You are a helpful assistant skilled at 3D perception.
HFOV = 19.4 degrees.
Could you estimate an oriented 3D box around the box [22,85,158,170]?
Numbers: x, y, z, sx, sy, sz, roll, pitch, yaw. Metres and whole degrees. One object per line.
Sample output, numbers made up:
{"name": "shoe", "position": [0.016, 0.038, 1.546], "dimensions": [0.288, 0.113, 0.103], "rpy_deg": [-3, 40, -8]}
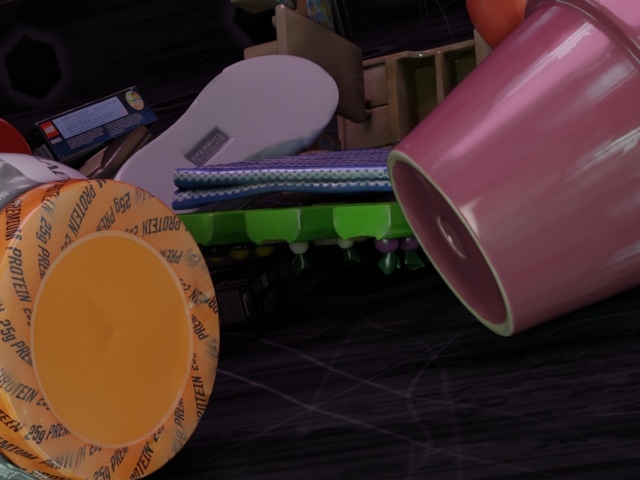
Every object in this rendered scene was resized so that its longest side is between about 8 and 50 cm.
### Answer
{"name": "box", "position": [-0.288, -0.058, 1.876], "dimensions": [0.233, 0.044, 0.159], "rpy_deg": [-37, -4, 35]}

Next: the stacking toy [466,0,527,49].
{"name": "stacking toy", "position": [0.266, -0.180, 1.325], "dimensions": [0.279, 0.130, 0.309], "rpy_deg": [-35, -25, 28]}

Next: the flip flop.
{"name": "flip flop", "position": [-0.193, -0.047, 1.857], "dimensions": [0.112, 0.080, 0.277], "rpy_deg": [-35, -5, -1]}

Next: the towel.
{"name": "towel", "position": [0.065, -0.046, 1.393], "dimensions": [0.243, 0.040, 0.336], "rpy_deg": [-1, 4, 22]}

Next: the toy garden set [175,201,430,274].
{"name": "toy garden set", "position": [0.000, 0.000, 1.279], "dimensions": [0.244, 0.049, 0.204], "rpy_deg": [-2, 2, 35]}

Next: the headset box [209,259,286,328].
{"name": "headset box", "position": [-0.075, 0.042, 1.330], "dimensions": [0.083, 0.032, 0.062], "rpy_deg": [-12, 10, 20]}

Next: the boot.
{"name": "boot", "position": [-0.092, -0.050, 1.519], "dimensions": [0.258, 0.095, 0.123], "rpy_deg": [-38, -16, -39]}

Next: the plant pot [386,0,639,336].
{"name": "plant pot", "position": [0.148, -0.044, 1.097], "dimensions": [0.180, 0.201, 0.201], "rpy_deg": [-33, 14, -11]}

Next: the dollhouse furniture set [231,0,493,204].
{"name": "dollhouse furniture set", "position": [0.046, -0.149, 1.704], "dimensions": [0.161, 0.212, 0.242], "rpy_deg": [-11, -16, 28]}

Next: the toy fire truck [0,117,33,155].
{"name": "toy fire truck", "position": [-0.380, -0.020, 1.469], "dimensions": [0.254, 0.302, 0.169], "rpy_deg": [-50, 7, -26]}

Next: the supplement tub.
{"name": "supplement tub", "position": [-0.217, 0.055, 1.019], "dimensions": [0.316, 0.193, 0.193], "rpy_deg": [-6, 14, 41]}
